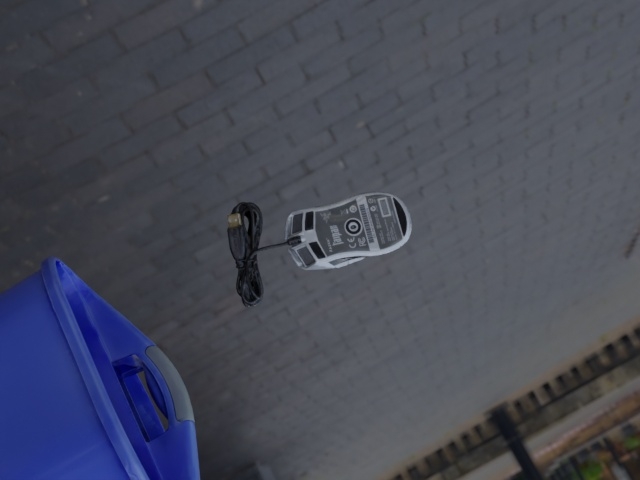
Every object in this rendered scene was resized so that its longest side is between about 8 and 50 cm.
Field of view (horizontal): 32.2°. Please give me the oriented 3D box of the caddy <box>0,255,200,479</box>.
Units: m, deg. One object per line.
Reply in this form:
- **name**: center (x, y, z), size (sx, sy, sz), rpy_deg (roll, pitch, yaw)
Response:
- **caddy**: center (-0.205, 0.172, 1.010), size (0.179, 0.341, 0.241), rpy_deg (-29, 144, -5)

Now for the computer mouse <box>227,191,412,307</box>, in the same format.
- **computer mouse**: center (0.000, 0.000, 1.142), size (0.193, 0.106, 0.042), rpy_deg (-11, 167, -13)
